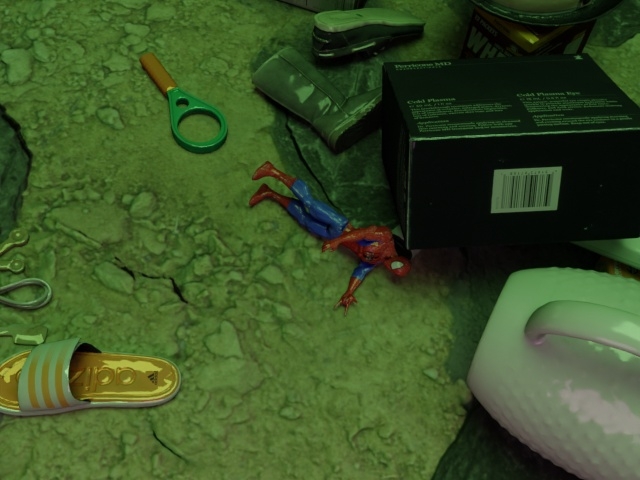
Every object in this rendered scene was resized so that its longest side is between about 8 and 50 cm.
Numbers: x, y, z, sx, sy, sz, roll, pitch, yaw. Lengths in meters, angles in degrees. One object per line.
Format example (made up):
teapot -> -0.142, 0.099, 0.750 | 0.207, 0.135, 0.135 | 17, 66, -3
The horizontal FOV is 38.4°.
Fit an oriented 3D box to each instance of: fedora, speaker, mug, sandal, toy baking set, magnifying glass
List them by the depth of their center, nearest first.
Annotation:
mug -> 0.370, 0.163, 1.171 | 0.328, 0.374, 0.276 | 22, 75, 15
sandal -> -0.326, 0.178, 1.263 | 0.265, 0.076, 0.102 | -2, 58, -7
toy baking set -> -0.507, 0.062, 1.345 | 0.196, 0.030, 0.256 | -21, 62, -18
speaker -> 0.166, -0.027, 1.455 | 0.055, 0.055, 0.136 | 39, 62, 18
fedora -> 0.370, -0.498, 1.486 | 0.333, 0.152, 0.334 | 2, 56, -3
magnifying glass -> -0.240, -0.238, 1.567 | 0.092, 0.026, 0.231 | -29, 64, -21

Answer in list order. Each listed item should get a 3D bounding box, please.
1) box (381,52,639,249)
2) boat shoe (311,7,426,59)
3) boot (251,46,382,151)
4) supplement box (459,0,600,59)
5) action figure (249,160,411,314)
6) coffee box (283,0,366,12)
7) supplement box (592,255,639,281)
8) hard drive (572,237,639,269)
box -> 0.277, -0.143, 1.383 | 0.343, 0.179, 0.312 | -3, 31, -2
boat shoe -> 0.087, -0.375, 1.664 | 0.233, 0.079, 0.084 | -13, 37, -29
boot -> 0.014, -0.264, 1.590 | 0.189, 0.076, 0.208 | -33, 60, -26
supplement box -> 0.358, -0.349, 1.596 | 0.191, 0.194, 0.129 | -34, 66, -24
action figure -> 0.000, 0.000, 1.402 | 0.280, 0.091, 0.139 | 28, 53, 13
coffee box -> -0.023, -0.519, 1.722 | 0.246, 0.098, 0.141 | 19, 59, 6
supplement box -> 0.545, 0.074, 1.416 | 0.233, 0.080, 0.078 | 5, 55, 1
hard drive -> 0.501, -0.024, 1.428 | 0.307, 0.040, 0.203 | 24, 38, 23
